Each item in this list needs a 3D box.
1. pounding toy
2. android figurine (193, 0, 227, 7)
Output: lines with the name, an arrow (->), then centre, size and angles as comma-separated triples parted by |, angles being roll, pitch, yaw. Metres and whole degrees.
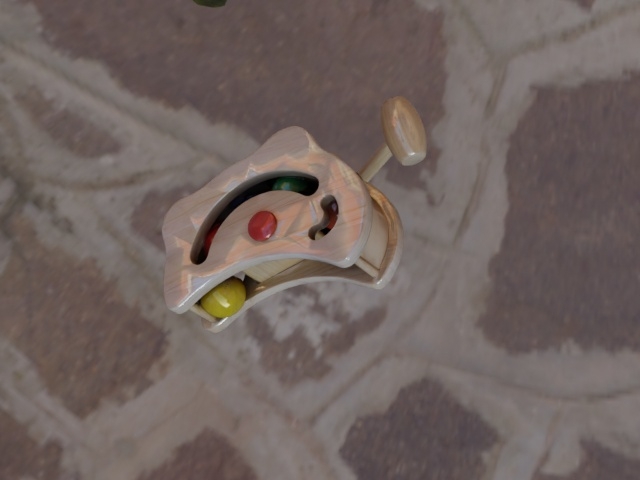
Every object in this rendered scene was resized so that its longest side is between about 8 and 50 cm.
pounding toy -> 0.000, 0.000, 1.525 | 0.269, 0.155, 0.154 | -33, 57, 14
android figurine -> -0.073, -0.395, 1.879 | 0.248, 0.056, 0.272 | -6, 68, 29
